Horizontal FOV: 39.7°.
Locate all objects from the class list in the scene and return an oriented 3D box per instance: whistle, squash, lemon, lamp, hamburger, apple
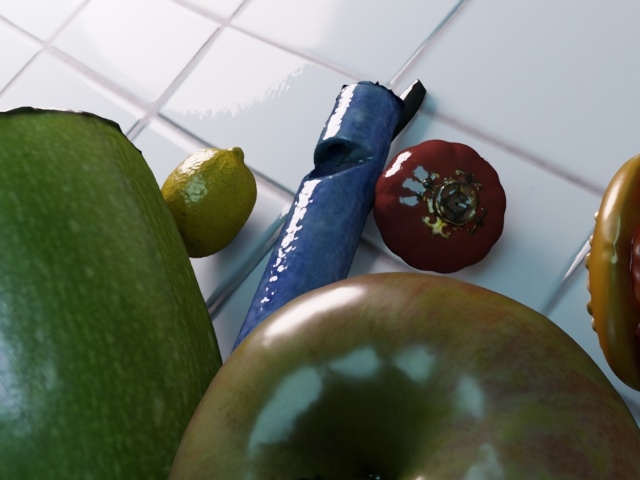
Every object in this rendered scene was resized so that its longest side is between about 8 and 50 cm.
[{"bbox_3d":[0.000,0.000,0.656,0.062,0.062,0.304,-3,47,28],"label":"whistle"},{"bbox_3d":[-0.169,0.116,0.609,0.310,0.310,0.309,-43,64,-2],"label":"squash"},{"bbox_3d":[-0.099,-0.036,0.782,0.082,0.082,0.111,30,78,39],"label":"lemon"},{"bbox_3d":[0.089,-0.026,0.662,0.101,0.090,0.101,1,85,-10],"label":"lamp"},{"bbox_3d":[0.224,0.021,0.519,0.115,0.162,0.162,0,60,37],"label":"hamburger"},{"bbox_3d":[0.054,0.154,0.475,0.256,0.234,0.257,-16,51,21],"label":"apple"}]

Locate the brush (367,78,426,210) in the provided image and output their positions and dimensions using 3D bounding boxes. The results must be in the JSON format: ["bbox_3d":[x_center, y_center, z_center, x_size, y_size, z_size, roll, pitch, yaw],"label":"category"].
[{"bbox_3d":[0.040,-0.063,0.764,0.063,0.016,0.193,23,74,38],"label":"brush"}]
